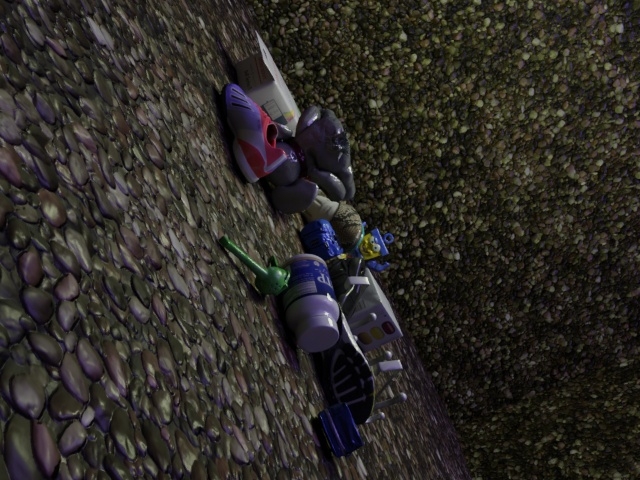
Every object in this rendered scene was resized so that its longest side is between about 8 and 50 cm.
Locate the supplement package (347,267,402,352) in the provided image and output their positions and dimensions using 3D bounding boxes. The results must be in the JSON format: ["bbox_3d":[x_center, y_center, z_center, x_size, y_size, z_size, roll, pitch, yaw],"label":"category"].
[{"bbox_3d":[0.141,0.218,2.057,0.244,0.139,0.134,54,13,-52],"label":"supplement package"}]

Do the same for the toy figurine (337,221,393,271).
[{"bbox_3d":[0.165,0.004,2.555,0.191,0.217,0.363,11,56,-80],"label":"toy figurine"}]

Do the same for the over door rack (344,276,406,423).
[{"bbox_3d":[0.124,0.262,1.588,0.324,0.108,0.240,97,-23,-55],"label":"over door rack"}]

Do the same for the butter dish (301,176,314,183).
[{"bbox_3d":[-0.026,-0.282,2.282,0.118,0.160,0.160,-38,105,-55],"label":"butter dish"}]

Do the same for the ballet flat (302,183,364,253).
[{"bbox_3d":[0.015,-0.092,2.218,0.182,0.164,0.483,41,9,-15],"label":"ballet flat"}]

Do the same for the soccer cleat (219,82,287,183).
[{"bbox_3d":[-0.162,-0.274,1.618,0.109,0.116,0.318,56,13,-50],"label":"soccer cleat"}]

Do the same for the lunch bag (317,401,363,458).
[{"bbox_3d":[0.033,0.355,1.245,0.067,0.065,0.099,93,-26,-73],"label":"lunch bag"}]

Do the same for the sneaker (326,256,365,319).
[{"bbox_3d":[0.039,0.141,1.877,0.087,0.130,0.228,64,35,-46],"label":"sneaker"}]

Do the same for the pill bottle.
[{"bbox_3d":[-0.022,0.128,1.373,0.112,0.111,0.187,57,12,-45],"label":"pill bottle"}]

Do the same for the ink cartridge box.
[{"bbox_3d":[-0.162,-0.446,2.106,0.207,0.119,0.354,-105,169,-46],"label":"ink cartridge box"}]

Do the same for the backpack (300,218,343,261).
[{"bbox_3d":[0.000,0.000,1.935,0.120,0.097,0.101,66,12,-1],"label":"backpack"}]

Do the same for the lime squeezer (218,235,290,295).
[{"bbox_3d":[-0.108,0.061,1.292,0.109,0.059,0.310,34,1,14],"label":"lime squeezer"}]

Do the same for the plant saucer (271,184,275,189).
[{"bbox_3d":[-0.110,-0.121,1.871,0.083,0.015,0.084,-24,90,-82],"label":"plant saucer"}]

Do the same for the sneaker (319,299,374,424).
[{"bbox_3d":[0.049,0.259,1.486,0.121,0.111,0.300,58,12,-63],"label":"sneaker"}]

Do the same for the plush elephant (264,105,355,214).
[{"bbox_3d":[-0.053,-0.215,1.793,0.330,0.255,0.272,-93,167,-89],"label":"plush elephant"}]
